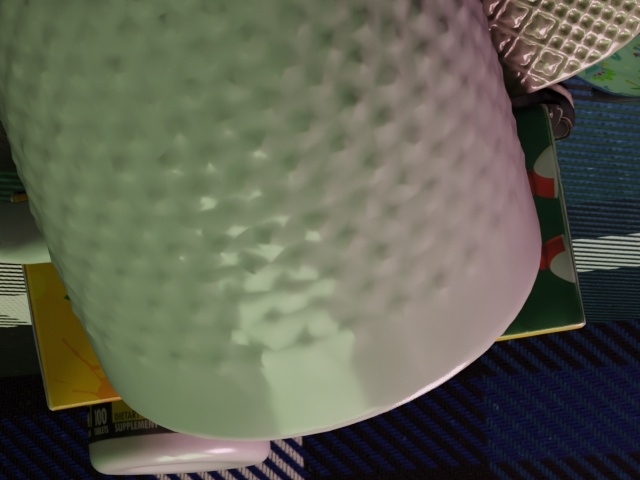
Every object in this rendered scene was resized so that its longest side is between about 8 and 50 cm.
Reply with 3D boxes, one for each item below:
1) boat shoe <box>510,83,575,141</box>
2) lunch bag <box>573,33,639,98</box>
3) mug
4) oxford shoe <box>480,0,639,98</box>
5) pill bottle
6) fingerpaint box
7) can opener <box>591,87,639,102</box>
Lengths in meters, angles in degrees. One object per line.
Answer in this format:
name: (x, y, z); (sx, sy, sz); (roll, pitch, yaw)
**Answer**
boat shoe: (0.186, -0.116, 1.761); (0.084, 0.079, 0.233); (-10, 169, 22)
lunch bag: (0.281, -0.164, 1.480); (0.151, 0.096, 0.129); (-9, 173, -30)
mug: (-0.091, -0.094, 1.035); (0.374, 0.276, 0.328); (-9, 123, 15)
oxford shoe: (0.019, -0.169, 1.323); (0.449, 0.169, 0.130); (-12, -147, 6)
pill bottle: (-0.154, 0.071, 1.933); (0.188, 0.334, 0.188); (-4, 169, -1)
fingerpaint box: (0.000, 0.000, 1.445); (0.371, 0.163, 0.445); (-10, -178, 6)
can opener: (0.338, -0.156, 1.693); (0.186, 0.073, 0.059); (-6, -152, 30)
